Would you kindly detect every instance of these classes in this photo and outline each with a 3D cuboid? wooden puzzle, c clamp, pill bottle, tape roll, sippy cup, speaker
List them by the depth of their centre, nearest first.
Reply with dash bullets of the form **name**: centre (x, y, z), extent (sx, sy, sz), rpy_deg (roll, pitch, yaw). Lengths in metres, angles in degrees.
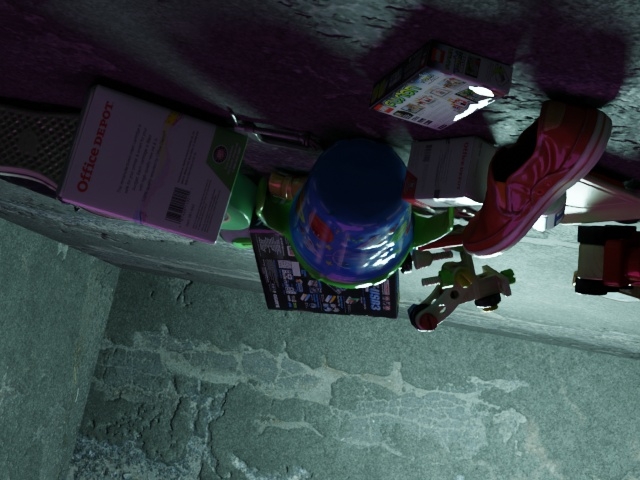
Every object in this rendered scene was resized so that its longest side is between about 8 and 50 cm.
- **pill bottle**: centre (0.346, -0.055, 1.486), extent (0.067, 0.067, 0.120), rpy_deg (10, 167, 14)
- **wooden puzzle**: centre (0.380, -0.090, 1.554), extent (0.239, 0.044, 0.221), rpy_deg (22, 167, -25)
- **sippy cup**: centre (0.061, -0.059, 1.645), extent (0.306, 0.240, 0.224), rpy_deg (-28, 164, -13)
- **c clamp**: centre (-0.073, -0.178, 1.656), extent (0.161, 0.022, 0.137), rpy_deg (12, 170, 4)
- **tape roll**: centre (-0.292, -0.116, 2.025), extent (0.321, 0.077, 0.321), rpy_deg (16, 167, 4)
- **speaker**: centre (-0.114, -0.044, 2.146), extent (0.131, 0.131, 0.297), rpy_deg (20, 167, -35)

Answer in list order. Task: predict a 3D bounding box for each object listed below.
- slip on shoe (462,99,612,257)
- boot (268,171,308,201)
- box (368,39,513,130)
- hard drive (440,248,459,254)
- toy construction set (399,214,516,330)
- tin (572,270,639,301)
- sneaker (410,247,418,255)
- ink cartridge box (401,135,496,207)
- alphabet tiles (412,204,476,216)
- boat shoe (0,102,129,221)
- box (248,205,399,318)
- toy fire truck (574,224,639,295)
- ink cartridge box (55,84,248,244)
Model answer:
- **slip on shoe**: centre (0.275, -0.085, 1.336), extent (0.101, 0.123, 0.331), rpy_deg (25, 146, -6)
- **boot**: centre (-0.029, -0.089, 1.967), extent (0.152, 0.072, 0.197), rpy_deg (11, 158, 4)
- **box**: centre (0.151, -0.196, 1.245), extent (0.114, 0.036, 0.207), rpy_deg (15, 170, -15)
- **hard drive**: centre (0.327, 0.013, 2.212), extent (0.094, 0.022, 0.135), rpy_deg (19, 168, -35)
- **toy construction set**: centre (0.295, 0.043, 1.986), extent (0.237, 0.257, 0.309), rpy_deg (-9, 167, -6)
- **tin**: centre (0.688, 0.112, 2.285), extent (0.190, 0.040, 0.106), rpy_deg (17, 165, -22)
- **sneaker**: centre (0.142, 0.002, 2.210), extent (0.211, 0.081, 0.080), rpy_deg (20, 169, -28)
- **ink cartridge box**: centre (0.201, -0.105, 1.503), extent (0.056, 0.099, 0.135), rpy_deg (19, 168, -39)
- **alphabet tiles**: centre (0.168, -0.086, 1.908), extent (0.198, 0.009, 0.237), rpy_deg (4, 166, 42)
- **boat shoe**: centre (-0.475, -0.154, 1.861), extent (0.500, 0.186, 0.156), rpy_deg (15, 176, 15)
- **box**: centre (0.017, 0.049, 2.004), extent (0.293, 0.073, 0.295), rpy_deg (2, 142, 8)
- **toy fire truck**: centre (0.583, 0.018, 1.634), extent (0.246, 0.158, 0.217), rpy_deg (5, -176, 35)
- **ink cartridge box**: centre (-0.293, -0.129, 1.658), extent (0.278, 0.201, 0.117), rpy_deg (17, 179, -22)
